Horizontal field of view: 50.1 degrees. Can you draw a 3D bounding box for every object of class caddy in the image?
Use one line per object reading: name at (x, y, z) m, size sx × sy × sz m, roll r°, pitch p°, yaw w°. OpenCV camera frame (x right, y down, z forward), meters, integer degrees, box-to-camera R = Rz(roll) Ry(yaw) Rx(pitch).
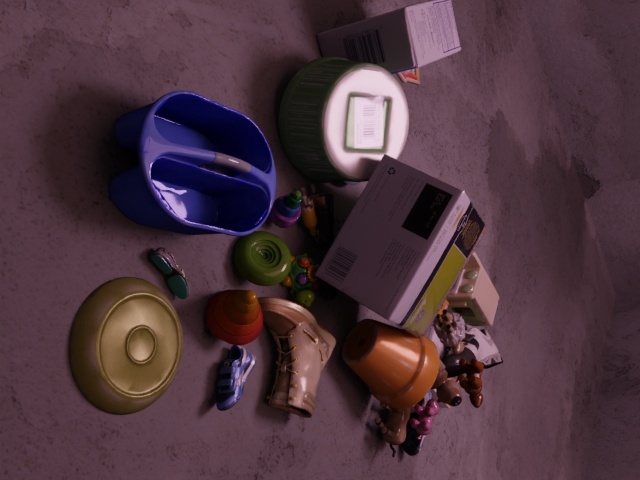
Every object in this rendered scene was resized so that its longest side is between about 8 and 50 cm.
caddy at (-0.220, -0.132, 1.265) m, size 0.341 × 0.179 × 0.241 m, roll 13°, pitch 74°, yaw -52°

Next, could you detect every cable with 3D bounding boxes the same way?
cable at (0.000, 0.000, 1.678) m, size 0.139 × 0.072 × 0.287 m, roll -55°, pitch 143°, yaw -63°

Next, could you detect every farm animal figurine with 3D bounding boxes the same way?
farm animal figurine at (0.293, 0.391, 1.871) m, size 0.172 × 0.330 × 0.327 m, roll 49°, pitch 17°, yaw -44°

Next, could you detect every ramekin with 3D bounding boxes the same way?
ramekin at (0.067, -0.279, 1.615) m, size 0.303 × 0.148 × 0.303 m, roll -9°, pitch 106°, yaw -35°

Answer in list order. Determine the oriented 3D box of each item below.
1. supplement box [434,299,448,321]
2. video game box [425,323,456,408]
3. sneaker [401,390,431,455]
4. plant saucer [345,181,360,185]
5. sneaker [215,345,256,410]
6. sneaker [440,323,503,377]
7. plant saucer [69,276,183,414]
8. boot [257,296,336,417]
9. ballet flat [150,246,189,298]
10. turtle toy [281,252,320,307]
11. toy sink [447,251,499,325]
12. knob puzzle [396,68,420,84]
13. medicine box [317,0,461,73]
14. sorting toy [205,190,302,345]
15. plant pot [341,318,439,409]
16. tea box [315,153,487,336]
supplement box at (0.296, 0.148, 2.021) m, size 0.233 × 0.080 × 0.078 m, roll 52°, pitch 49°, yaw -39°
video game box at (0.358, 0.384, 2.100) m, size 0.205 × 0.048 × 0.187 m, roll 51°, pitch 45°, yaw -37°
sneaker at (0.284, 0.510, 1.954) m, size 0.081 × 0.080 × 0.211 m, roll 38°, pitch 57°, yaw -42°
plant saucer at (0.064, -0.238, 1.787) m, size 0.195 × 0.037 × 0.195 m, roll 11°, pitch 77°, yaw -54°
sneaker at (-0.181, 0.273, 1.374) m, size 0.059 × 0.053 × 0.144 m, roll 57°, pitch 36°, yaw -34°
sneaker at (0.436, 0.334, 2.099) m, size 0.330 × 0.122 × 0.146 m, roll 4°, pitch 63°, yaw -54°
plant saucer at (-0.324, 0.183, 1.200) m, size 0.241 × 0.037 × 0.241 m, roll 12°, pitch 76°, yaw -53°
boot at (-0.074, 0.256, 1.491) m, size 0.262 × 0.095 × 0.203 m, roll 47°, pitch 52°, yaw -44°
ballet flat at (-0.275, 0.057, 1.285) m, size 0.041 × 0.041 × 0.114 m, roll -56°, pitch 130°, yaw -41°
turtle toy at (-0.038, 0.092, 1.578) m, size 0.095 × 0.066 × 0.130 m, roll 26°, pitch 65°, yaw -50°
toy sink at (0.442, 0.158, 2.157) m, size 0.234 × 0.153 × 0.131 m, roll 55°, pitch 46°, yaw -35°
knob puzzle at (0.260, -0.582, 2.108) m, size 0.213 × 0.030 × 0.213 m, roll 9°, pitch 78°, yaw -53°
medicine box at (0.186, -0.521, 1.800) m, size 0.289 × 0.263 × 0.149 m, roll -33°, pitch 112°, yaw -50°
sorting toy at (-0.111, 0.034, 1.400) m, size 0.127 × 0.126 × 0.365 m, roll 28°, pitch 57°, yaw -8°
plant pot at (0.164, 0.296, 1.737) m, size 0.188 × 0.205 × 0.205 m, roll 35°, pitch 57°, yaw -28°
tea box at (0.205, 0.023, 1.640) m, size 0.329 × 0.220 × 0.323 m, roll -59°, pitch 153°, yaw -2°
